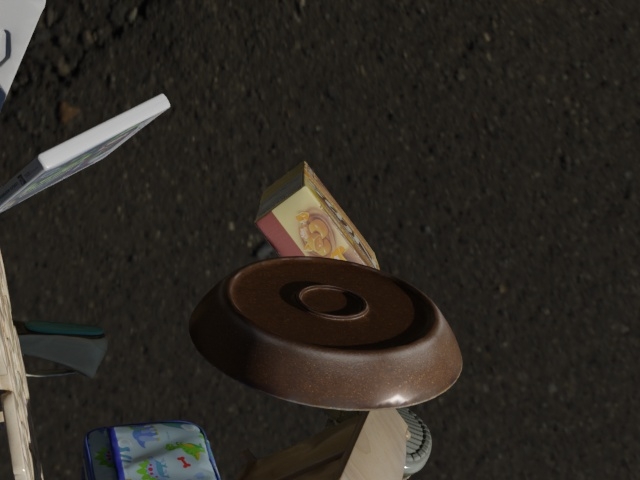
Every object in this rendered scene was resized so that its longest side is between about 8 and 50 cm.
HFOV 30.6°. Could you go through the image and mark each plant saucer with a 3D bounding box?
[{"bbox_3d":[0.006,0.048,0.711,0.168,0.168,0.029,6,112,-10],"label":"plant saucer"}]

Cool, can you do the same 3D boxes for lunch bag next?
[{"bbox_3d":[-0.215,0.324,1.488,0.176,0.219,0.090,-1,120,-16],"label":"lunch bag"}]

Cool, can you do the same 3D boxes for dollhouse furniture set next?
[{"bbox_3d":[-0.033,0.319,1.157,0.303,0.355,0.174,-28,106,33],"label":"dollhouse furniture set"}]

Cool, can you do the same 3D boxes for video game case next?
[{"bbox_3d":[-0.284,-0.096,1.350,0.173,0.190,0.022,-27,96,49],"label":"video game case"}]

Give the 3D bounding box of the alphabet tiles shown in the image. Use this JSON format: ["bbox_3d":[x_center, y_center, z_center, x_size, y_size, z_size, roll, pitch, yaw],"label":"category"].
[{"bbox_3d":[-0.242,0.083,0.885,0.021,0.278,0.284,-11,151,-12],"label":"alphabet tiles"}]

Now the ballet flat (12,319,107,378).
[{"bbox_3d":[-0.411,0.139,1.569,0.248,0.086,0.086,12,120,-14],"label":"ballet flat"}]

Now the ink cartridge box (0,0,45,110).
[{"bbox_3d":[-0.437,-0.323,1.565,0.121,0.289,0.211,21,117,-18],"label":"ink cartridge box"}]

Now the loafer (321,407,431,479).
[{"bbox_3d":[0.058,0.222,1.365,0.094,0.251,0.087,24,101,-15],"label":"loafer"}]

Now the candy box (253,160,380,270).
[{"bbox_3d":[0.000,0.000,1.608,0.087,0.316,0.183,-37,98,4],"label":"candy box"}]
